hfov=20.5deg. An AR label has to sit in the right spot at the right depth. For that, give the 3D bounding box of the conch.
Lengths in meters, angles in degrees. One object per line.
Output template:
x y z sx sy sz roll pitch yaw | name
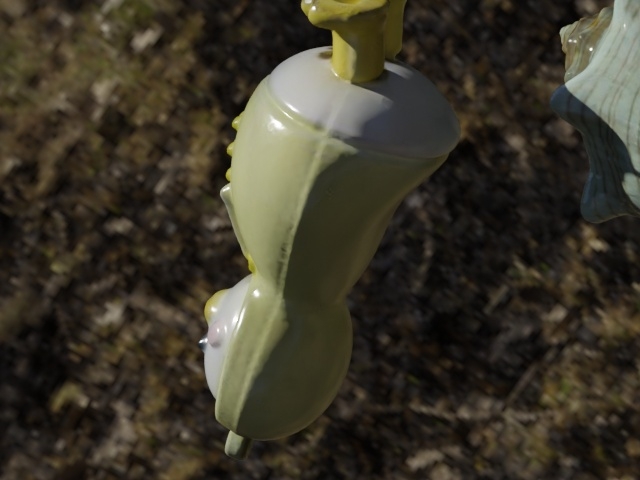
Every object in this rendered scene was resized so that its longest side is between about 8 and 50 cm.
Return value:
0.181 -0.079 0.987 0.137 0.114 0.234 -41 22 20 | conch

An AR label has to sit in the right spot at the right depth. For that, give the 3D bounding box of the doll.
-0.012 -0.004 0.988 0.141 0.117 0.296 -67 1 -69 | doll
